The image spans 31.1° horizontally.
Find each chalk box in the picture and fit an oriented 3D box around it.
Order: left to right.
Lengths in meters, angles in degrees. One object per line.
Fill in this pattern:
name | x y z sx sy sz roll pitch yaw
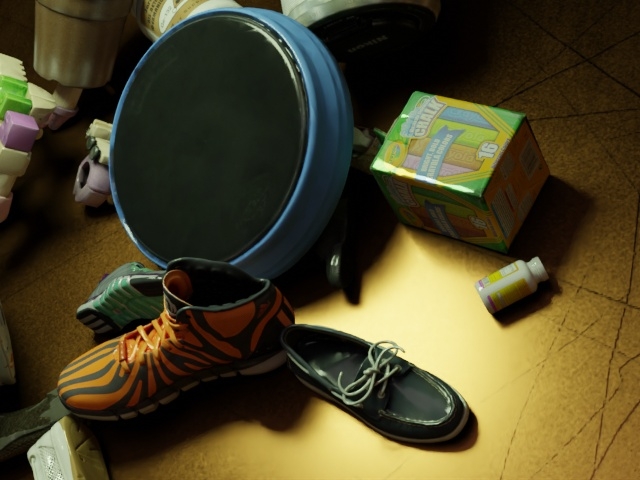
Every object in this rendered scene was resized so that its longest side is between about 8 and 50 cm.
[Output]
chalk box | 0.157 -0.093 1.459 0.213 0.132 0.132 16 67 35

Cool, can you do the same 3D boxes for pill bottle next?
pill bottle | -0.217 -0.358 1.823 0.131 0.131 0.229 -43 50 -6
pill bottle | 0.230 0.052 1.381 0.083 0.043 0.043 -28 51 7

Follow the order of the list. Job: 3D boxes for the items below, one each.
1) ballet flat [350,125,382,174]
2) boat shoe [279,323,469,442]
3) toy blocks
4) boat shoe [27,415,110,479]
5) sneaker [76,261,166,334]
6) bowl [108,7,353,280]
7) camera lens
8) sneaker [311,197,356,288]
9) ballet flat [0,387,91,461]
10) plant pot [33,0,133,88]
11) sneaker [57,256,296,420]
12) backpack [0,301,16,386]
ballet flat | 0.015 -0.146 1.606 0.206 0.067 0.073 16 67 34
boat shoe | 0.058 0.161 1.368 0.255 0.079 0.095 26 72 36
toy blocks | -0.505 -0.120 1.784 0.260 0.309 0.288 -61 33 22
boat shoe | -0.303 0.352 1.415 0.096 0.098 0.277 -35 47 11
sneaker | -0.248 0.056 1.558 0.224 0.083 0.098 -18 41 42
bowl | -0.137 -0.129 1.557 0.391 0.077 0.391 -6 80 36
camera lens | 0.044 -0.405 1.625 0.219 0.219 0.274 -13 79 18
sneaker | -0.001 -0.001 1.530 0.089 0.051 0.170 -11 50 20
ballet flat | -0.403 0.259 1.554 0.250 0.058 0.084 -25 49 15
plant pot | -0.381 -0.339 1.808 0.167 0.165 0.167 12 29 -7
sneaker | -0.198 0.110 1.435 0.321 0.180 0.124 -20 51 1
backpack | -0.546 0.107 1.586 0.213 0.276 0.263 -21 58 -23
